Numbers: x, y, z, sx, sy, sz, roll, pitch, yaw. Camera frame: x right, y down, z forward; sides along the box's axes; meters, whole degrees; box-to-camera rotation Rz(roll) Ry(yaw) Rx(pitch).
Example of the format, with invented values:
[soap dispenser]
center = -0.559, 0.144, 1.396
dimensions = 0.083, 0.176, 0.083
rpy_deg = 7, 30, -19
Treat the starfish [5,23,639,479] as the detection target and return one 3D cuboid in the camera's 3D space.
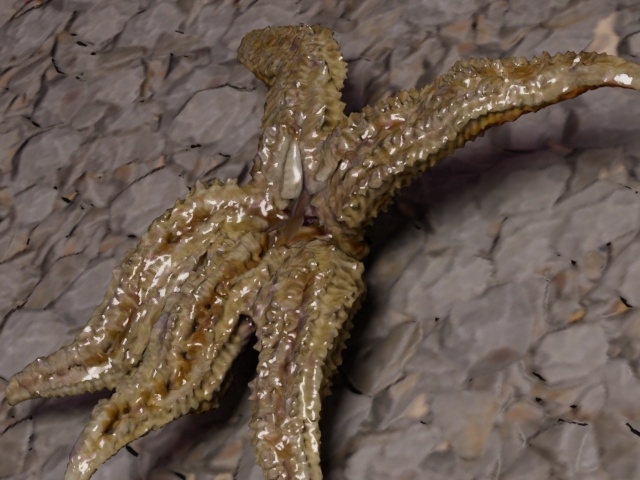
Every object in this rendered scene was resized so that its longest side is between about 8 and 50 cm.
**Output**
[starfish]
center = -0.015, 0.022, 0.902
dimensions = 0.301, 0.084, 0.293
rpy_deg = 15, 63, 44
